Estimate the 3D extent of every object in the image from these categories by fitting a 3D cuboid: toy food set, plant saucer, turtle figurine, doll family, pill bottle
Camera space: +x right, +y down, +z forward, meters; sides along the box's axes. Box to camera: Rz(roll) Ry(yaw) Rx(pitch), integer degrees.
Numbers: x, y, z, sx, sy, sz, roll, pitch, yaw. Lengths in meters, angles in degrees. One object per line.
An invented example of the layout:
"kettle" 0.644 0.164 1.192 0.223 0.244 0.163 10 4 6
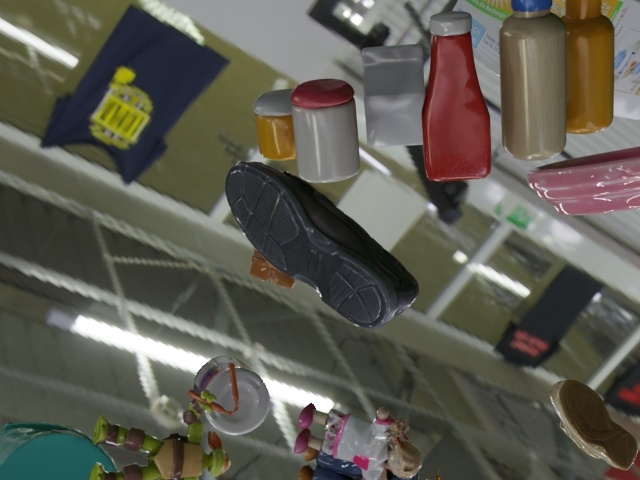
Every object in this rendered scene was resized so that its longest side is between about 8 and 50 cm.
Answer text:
"toy food set" 0.067 -0.104 0.645 0.232 0.105 0.111 -3 -156 7
"plant saucer" 0.506 -0.102 1.697 0.332 0.332 0.084 -26 -75 -72
"turtle figurine" -0.218 0.303 1.513 0.217 0.270 0.087 10 172 -21
"doll family" 0.053 0.289 1.129 0.163 0.263 0.118 15 -168 21
"pill bottle" -0.153 0.250 1.730 0.108 0.108 0.193 34 174 -13

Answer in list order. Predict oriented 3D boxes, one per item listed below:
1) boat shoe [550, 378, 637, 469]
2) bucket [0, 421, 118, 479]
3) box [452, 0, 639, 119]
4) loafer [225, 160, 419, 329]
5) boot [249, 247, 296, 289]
"boat shoe" 0.331 0.232 1.315 0.170 0.063 0.059 46 156 -27
"bucket" -0.490 0.451 1.806 0.281 0.281 0.183 28 157 -31
"box" 0.219 -0.182 0.900 0.203 0.103 0.114 -2 -141 -50
"loafer" 0.000 0.000 1.359 0.302 0.109 0.095 42 -144 24
"boot" -0.107 -0.007 1.951 0.197 0.152 0.073 25 -166 23
